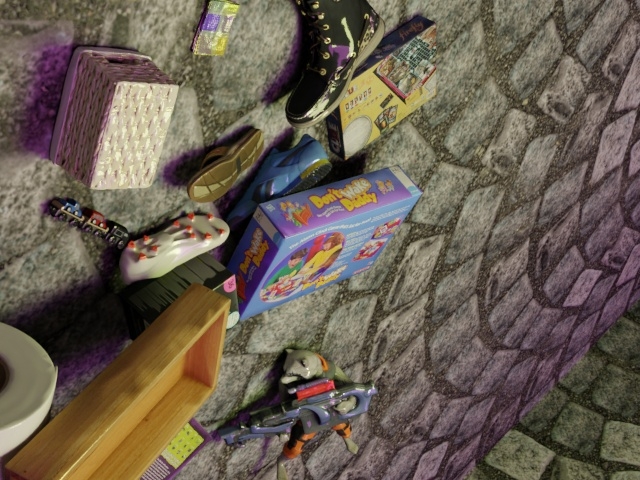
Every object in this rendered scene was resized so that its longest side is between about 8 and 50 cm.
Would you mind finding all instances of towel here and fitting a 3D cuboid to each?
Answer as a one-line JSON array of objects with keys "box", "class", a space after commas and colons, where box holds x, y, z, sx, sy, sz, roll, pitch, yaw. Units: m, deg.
[{"box": [-0.148, -0.302, 1.272, 0.060, 0.009, 0.083, -3, 122, -50], "class": "towel"}]

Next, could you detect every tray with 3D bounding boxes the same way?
[{"box": [-0.272, 0.252, 1.253, 0.411, 0.076, 0.202, -47, 157, -48], "class": "tray"}]

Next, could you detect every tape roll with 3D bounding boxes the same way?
[{"box": [-0.474, 0.232, 1.141, 0.246, 0.246, 0.169, -13, 130, -46], "class": "tape roll"}]

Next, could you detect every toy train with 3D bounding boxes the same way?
[{"box": [-0.328, -0.026, 1.285, 0.036, 0.027, 0.158, -58, 148, 0], "class": "toy train"}]

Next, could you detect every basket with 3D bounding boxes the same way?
[{"box": [-0.268, -0.155, 1.170, 0.113, 0.103, 0.167, -7, 126, -48], "class": "basket"}]

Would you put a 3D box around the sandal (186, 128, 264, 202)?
[{"box": [-0.155, -0.122, 1.404, 0.180, 0.049, 0.072, -48, 156, -36], "class": "sandal"}]

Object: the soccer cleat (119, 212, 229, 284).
[{"box": [-0.233, 0.012, 1.414, 0.196, 0.068, 0.076, -22, 151, -38], "class": "soccer cleat"}]

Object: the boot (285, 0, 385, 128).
[{"box": [-0.004, -0.309, 1.381, 0.236, 0.085, 0.178, -54, 146, -11], "class": "boot"}]

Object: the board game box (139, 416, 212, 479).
[{"box": [-0.339, 0.355, 1.609, 0.208, 0.056, 0.347, -47, 147, -17], "class": "board game box"}]

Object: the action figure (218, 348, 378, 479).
[{"box": [-0.059, 0.368, 1.926, 0.341, 0.178, 0.330, -10, 126, -13], "class": "action figure"}]

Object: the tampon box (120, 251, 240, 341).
[{"box": [-0.227, 0.111, 1.470, 0.161, 0.101, 0.120, -34, 143, -29], "class": "tampon box"}]

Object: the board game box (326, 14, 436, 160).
[{"box": [0.111, -0.273, 1.595, 0.243, 0.042, 0.165, -37, 144, -24], "class": "board game box"}]

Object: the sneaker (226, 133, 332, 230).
[{"box": [-0.082, -0.098, 1.508, 0.209, 0.082, 0.069, -37, 166, 6], "class": "sneaker"}]

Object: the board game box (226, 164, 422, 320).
[{"box": [0.000, 0.000, 1.616, 0.347, 0.078, 0.233, -19, 151, -42], "class": "board game box"}]
